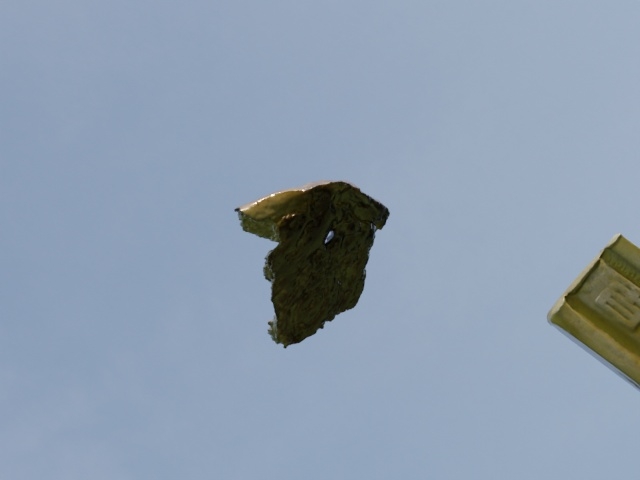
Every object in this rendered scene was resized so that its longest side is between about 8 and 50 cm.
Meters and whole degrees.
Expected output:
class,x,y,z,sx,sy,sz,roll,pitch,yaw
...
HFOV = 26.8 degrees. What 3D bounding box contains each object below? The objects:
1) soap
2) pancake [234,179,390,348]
class,x,y,z,sx,sy,sz,roll,pitch,yaw
soap,0.303,0.101,1.060,0.092,0.252,0.037,-50,-18,-8
pancake,0.000,0.000,1.547,0.212,0.056,0.257,-42,-33,-27
